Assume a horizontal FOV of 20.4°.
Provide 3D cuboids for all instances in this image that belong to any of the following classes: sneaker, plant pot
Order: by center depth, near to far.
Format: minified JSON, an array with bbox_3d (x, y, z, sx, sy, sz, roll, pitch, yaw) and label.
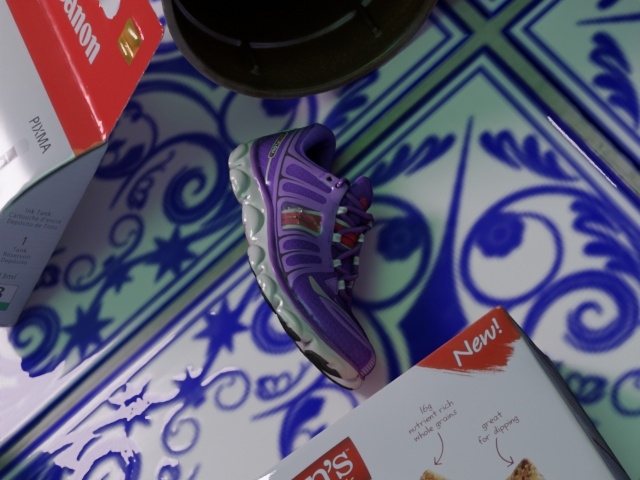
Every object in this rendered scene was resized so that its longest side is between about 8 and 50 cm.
[{"bbox_3d":[0.000,0.000,0.933,0.071,0.068,0.170,-25,52,10],"label":"sneaker"},{"bbox_3d":[-0.032,-0.195,1.010,0.167,0.167,0.165,-37,44,8],"label":"plant pot"}]

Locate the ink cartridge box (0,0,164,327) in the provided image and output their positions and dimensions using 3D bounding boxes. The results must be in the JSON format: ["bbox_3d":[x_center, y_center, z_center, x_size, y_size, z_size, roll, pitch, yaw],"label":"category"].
[{"bbox_3d":[-0.183,-0.089,1.041,0.224,0.056,0.181,-59,42,32],"label":"ink cartridge box"}]

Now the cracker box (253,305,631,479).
[{"bbox_3d":[0.080,0.163,0.788,0.156,0.067,0.232,-37,50,7],"label":"cracker box"}]
